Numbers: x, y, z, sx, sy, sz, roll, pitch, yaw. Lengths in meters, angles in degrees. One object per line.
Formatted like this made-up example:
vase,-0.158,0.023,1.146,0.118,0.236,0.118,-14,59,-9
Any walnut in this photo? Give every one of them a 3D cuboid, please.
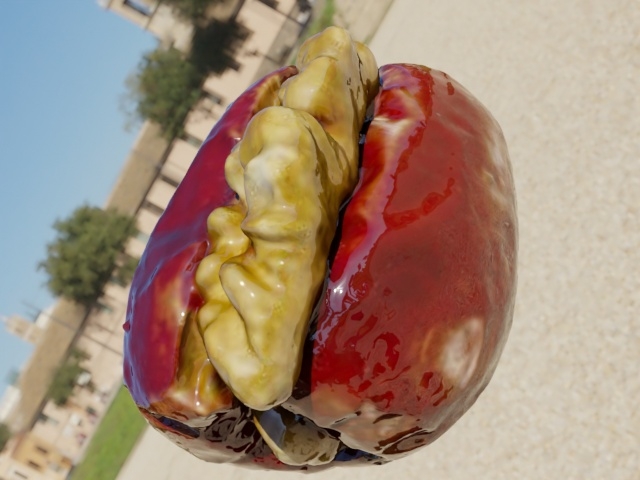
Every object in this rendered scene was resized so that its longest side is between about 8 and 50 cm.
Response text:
walnut,0.000,0.000,0.723,0.244,0.222,0.269,56,-141,-51
